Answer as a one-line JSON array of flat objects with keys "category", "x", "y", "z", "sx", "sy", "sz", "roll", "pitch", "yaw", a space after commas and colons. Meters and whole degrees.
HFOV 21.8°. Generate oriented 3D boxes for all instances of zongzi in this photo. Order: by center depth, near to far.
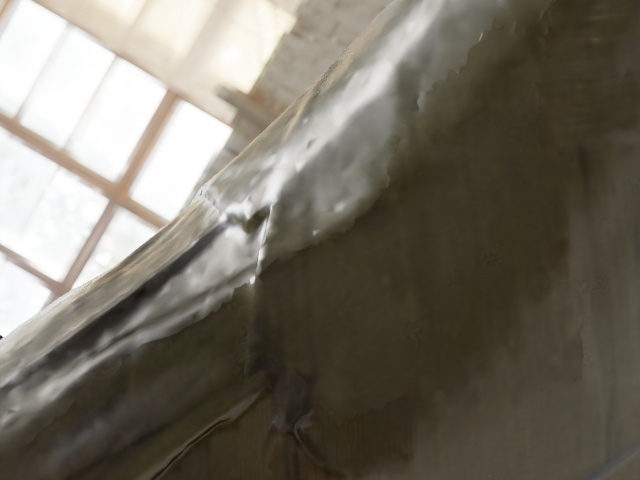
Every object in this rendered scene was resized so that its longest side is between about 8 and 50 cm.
[{"category": "zongzi", "x": 0.000, "y": 0.000, "z": 0.514, "sx": 0.323, "sy": 0.360, "sz": 0.160, "roll": -15, "pitch": -137, "yaw": -15}]
